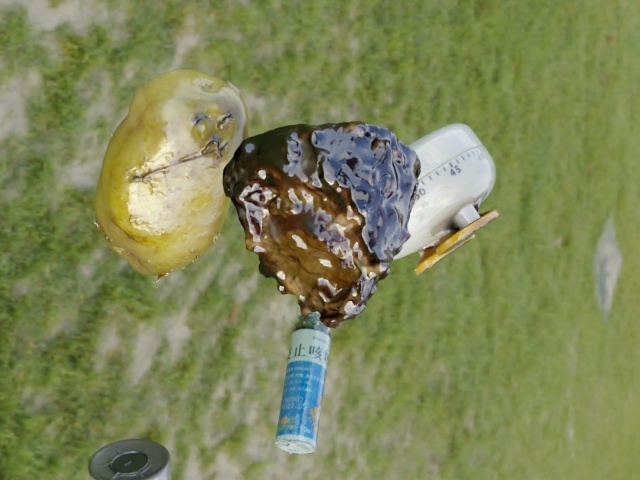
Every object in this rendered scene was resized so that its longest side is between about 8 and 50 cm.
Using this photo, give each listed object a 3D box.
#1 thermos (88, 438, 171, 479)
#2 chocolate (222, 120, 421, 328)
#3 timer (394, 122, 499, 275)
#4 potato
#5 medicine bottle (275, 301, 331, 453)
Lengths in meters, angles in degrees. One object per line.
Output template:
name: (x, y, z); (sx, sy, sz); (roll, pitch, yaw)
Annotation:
thermos: (-0.250, 0.377, 1.342); (0.137, 0.105, 0.193); (-60, 152, -66)
chocolate: (0.000, 0.000, 1.090); (0.206, 0.224, 0.177); (11, 58, -24)
timer: (0.122, -0.085, 1.459); (0.240, 0.233, 0.233); (55, 32, 8)
potato: (-0.190, -0.072, 1.273); (0.173, 0.140, 0.300); (0, 135, -30)
medicine bottle: (-0.018, 0.163, 1.250); (0.051, 0.051, 0.191); (50, 40, -50)
